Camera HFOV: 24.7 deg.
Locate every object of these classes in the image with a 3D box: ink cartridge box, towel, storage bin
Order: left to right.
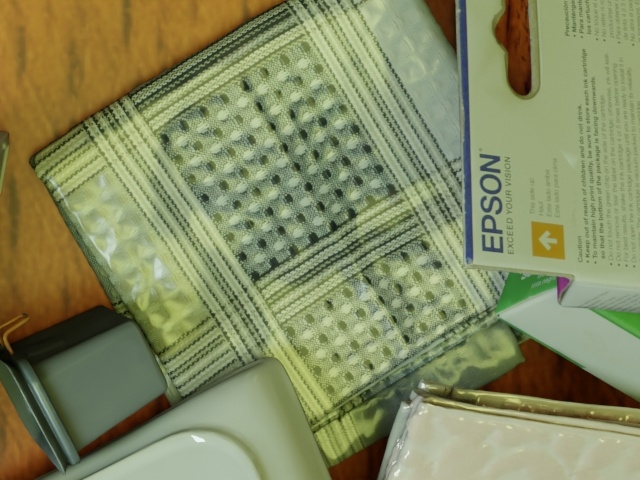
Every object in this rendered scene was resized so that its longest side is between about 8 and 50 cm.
[{"bbox_3d":[-0.169,0.087,1.003,0.091,0.135,0.098,-29,103,-18],"label":"storage bin"},{"bbox_3d":[0.000,0.000,1.057,0.312,0.056,0.324,-31,104,-6],"label":"towel"},{"bbox_3d":[0.170,0.258,1.082,0.317,0.053,0.332,10,118,-13],"label":"towel"},{"bbox_3d":[0.233,-0.008,1.042,0.153,0.087,0.208,29,62,-15],"label":"ink cartridge box"},{"bbox_3d":[0.231,-0.110,0.982,0.330,0.071,0.324,6,71,-16],"label":"ink cartridge box"}]

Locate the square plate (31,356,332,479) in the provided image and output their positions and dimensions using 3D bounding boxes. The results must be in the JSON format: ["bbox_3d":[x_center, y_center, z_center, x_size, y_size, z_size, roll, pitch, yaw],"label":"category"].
[{"bbox_3d":[-0.125,0.282,0.944,0.347,0.049,0.344,-27,60,2],"label":"square plate"}]

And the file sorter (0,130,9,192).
[{"bbox_3d":[-0.312,0.057,0.933,0.173,0.193,0.278,11,96,-10],"label":"file sorter"}]
